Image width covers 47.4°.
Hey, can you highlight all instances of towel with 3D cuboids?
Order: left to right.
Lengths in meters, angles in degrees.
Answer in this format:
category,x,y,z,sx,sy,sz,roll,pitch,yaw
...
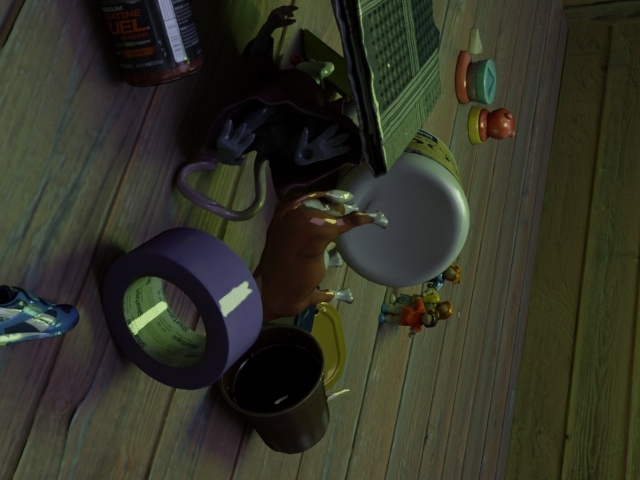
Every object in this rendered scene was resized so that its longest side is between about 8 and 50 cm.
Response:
category,x,y,z,sx,sy,sz,roll,pitch,yaw
towel,0.094,-0.290,1.008,0.324,0.056,0.312,-54,139,-51

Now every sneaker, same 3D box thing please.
category,x,y,z,sx,sy,sz,roll,pitch,yaw
sneaker,-0.315,0.076,0.777,0.144,0.053,0.059,-2,92,-63

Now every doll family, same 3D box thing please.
category,x,y,z,sx,sy,sz,roll,pitch,yaw
doll family,0.248,0.104,1.726,0.118,0.163,0.263,26,69,-60

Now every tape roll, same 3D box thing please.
category,x,y,z,sx,sy,sz,roll,pitch,yaw
tape roll,-0.171,0.084,0.904,0.080,0.189,0.189,-40,127,-55

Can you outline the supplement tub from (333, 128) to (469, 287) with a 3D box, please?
category,x,y,z,sx,sy,sz,roll,pitch,yaw
supplement tub,0.146,-0.082,1.363,0.331,0.241,0.241,-75,158,-68

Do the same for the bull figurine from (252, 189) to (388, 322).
category,x,y,z,sx,sy,sz,roll,pitch,yaw
bull figurine,-0.030,0.041,1.094,0.188,0.101,0.310,-11,147,-28

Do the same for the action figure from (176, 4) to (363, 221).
category,x,y,z,sx,sy,sz,roll,pitch,yaw
action figure,-0.038,-0.190,1.139,0.248,0.276,0.370,33,23,-16

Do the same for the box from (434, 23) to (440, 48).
category,x,y,z,sx,sy,sz,roll,pitch,yaw
box,0.184,-0.401,1.619,0.153,0.108,0.207,27,68,-60

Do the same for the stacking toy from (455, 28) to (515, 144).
category,x,y,z,sx,sy,sz,roll,pitch,yaw
stacking toy,0.526,-0.477,2.238,0.309,0.130,0.280,55,46,-50

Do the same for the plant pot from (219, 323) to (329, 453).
category,x,y,z,sx,sy,sz,roll,pitch,yaw
plant pot,-0.059,0.250,1.178,0.165,0.167,0.167,73,33,-46

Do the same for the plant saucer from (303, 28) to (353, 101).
category,x,y,z,sx,sy,sz,roll,pitch,yaw
plant saucer,0.054,-0.289,1.354,0.045,0.188,0.188,-49,150,6

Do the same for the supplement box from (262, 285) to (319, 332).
category,x,y,z,sx,sy,sz,roll,pitch,yaw
supplement box,-0.056,0.107,1.236,0.056,0.083,0.083,38,60,-59

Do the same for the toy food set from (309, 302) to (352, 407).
category,x,y,z,sx,sy,sz,roll,pitch,yaw
toy food set,-0.022,0.209,1.342,0.128,0.071,0.218,-22,112,-34

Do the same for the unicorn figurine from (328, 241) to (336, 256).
category,x,y,z,sx,sy,sz,roll,pitch,yaw
unicorn figurine,0.000,0.000,1.358,0.162,0.060,0.111,35,57,-55

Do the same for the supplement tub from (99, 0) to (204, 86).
category,x,y,z,sx,sy,sz,roll,pitch,yaw
supplement tub,-0.214,-0.294,0.880,0.106,0.106,0.198,-48,132,-50
